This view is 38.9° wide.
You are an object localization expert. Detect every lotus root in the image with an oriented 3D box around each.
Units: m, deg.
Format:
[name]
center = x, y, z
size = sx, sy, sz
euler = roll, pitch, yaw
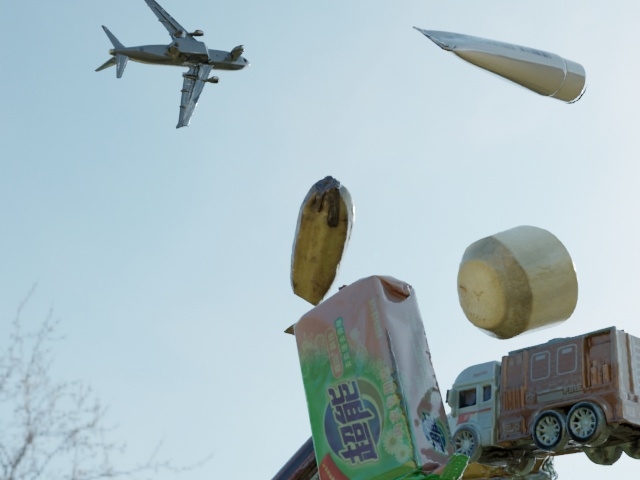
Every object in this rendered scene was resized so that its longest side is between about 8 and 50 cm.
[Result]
[lotus root]
center = 0.000, 0.000, 1.759
size = 0.110, 0.258, 0.097
euler = 18, 12, 19

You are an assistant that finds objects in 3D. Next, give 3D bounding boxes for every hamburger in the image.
[hamburger]
center = 0.334, 0.395, 1.756
size = 0.265, 0.134, 0.285
euler = -12, 3, -14

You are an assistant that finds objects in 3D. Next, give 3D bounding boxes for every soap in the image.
[soap]
center = 0.061, 0.192, 1.126
size = 0.098, 0.273, 0.218
euler = 17, -40, -38

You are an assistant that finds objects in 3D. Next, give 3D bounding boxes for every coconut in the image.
[coconut]
center = 0.369, 0.075, 1.662
size = 0.222, 0.202, 0.202
euler = -12, -27, -31

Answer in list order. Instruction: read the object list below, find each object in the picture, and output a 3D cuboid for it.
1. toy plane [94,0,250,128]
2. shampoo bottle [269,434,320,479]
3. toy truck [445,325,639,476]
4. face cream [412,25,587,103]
[toy plane]
center = -0.188, -0.246, 1.218
size = 0.226, 0.226, 0.058
euler = -8, -21, -31
[shampoo bottle]
center = -0.088, 0.528, 1.806
size = 0.084, 0.323, 0.129
euler = 32, -33, 23
[toy truck]
center = 0.311, 0.219, 1.230
size = 0.136, 0.162, 0.305
euler = 21, -29, -34
[face cream]
center = 0.238, -0.230, 1.164
size = 0.243, 0.092, 0.058
euler = 11, -68, -27
